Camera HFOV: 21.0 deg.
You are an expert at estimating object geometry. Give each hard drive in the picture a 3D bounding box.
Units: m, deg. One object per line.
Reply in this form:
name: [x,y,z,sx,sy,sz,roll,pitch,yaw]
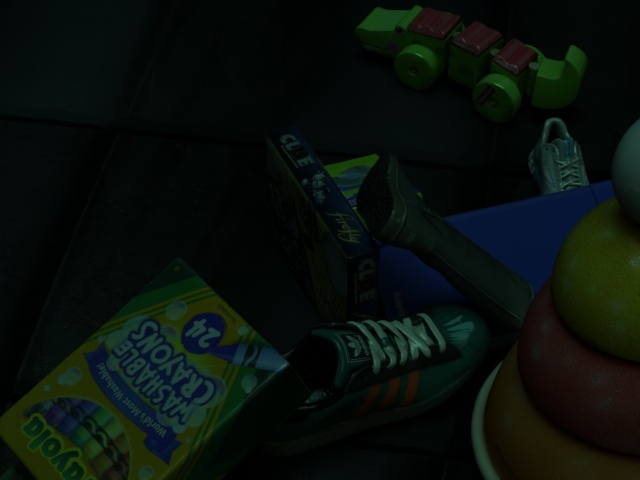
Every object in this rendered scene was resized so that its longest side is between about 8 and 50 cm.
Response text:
hard drive: [0.227,0.038,2.072,0.318,0.040,0.210,-13,43,-2]

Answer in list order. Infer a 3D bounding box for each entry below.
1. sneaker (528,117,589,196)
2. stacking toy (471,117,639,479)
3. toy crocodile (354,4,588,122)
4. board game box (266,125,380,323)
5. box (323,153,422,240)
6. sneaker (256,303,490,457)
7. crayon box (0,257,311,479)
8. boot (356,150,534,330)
sneaker: [0.311,-0.085,2.214,0.071,0.083,0.191,-6,44,-10]
stacking toy: [0.340,0.073,1.742,0.350,0.480,0.351,0,43,0]
toy crocodile: [0.206,-0.258,2.387,0.340,0.105,0.115,24,47,24]
board game box: [0.000,0.000,2.054,0.042,0.165,0.243,-16,45,-18]
box: [0.054,-0.053,2.167,0.109,0.042,0.178,-14,25,-16]
sneaker: [0.054,0.138,1.903,0.302,0.121,0.108,-24,58,-13]
crayon box: [-0.197,0.196,1.806,0.323,0.083,0.203,-43,54,-9]
boot: [0.145,0.000,1.971,0.208,0.076,0.190,27,28,-18]
